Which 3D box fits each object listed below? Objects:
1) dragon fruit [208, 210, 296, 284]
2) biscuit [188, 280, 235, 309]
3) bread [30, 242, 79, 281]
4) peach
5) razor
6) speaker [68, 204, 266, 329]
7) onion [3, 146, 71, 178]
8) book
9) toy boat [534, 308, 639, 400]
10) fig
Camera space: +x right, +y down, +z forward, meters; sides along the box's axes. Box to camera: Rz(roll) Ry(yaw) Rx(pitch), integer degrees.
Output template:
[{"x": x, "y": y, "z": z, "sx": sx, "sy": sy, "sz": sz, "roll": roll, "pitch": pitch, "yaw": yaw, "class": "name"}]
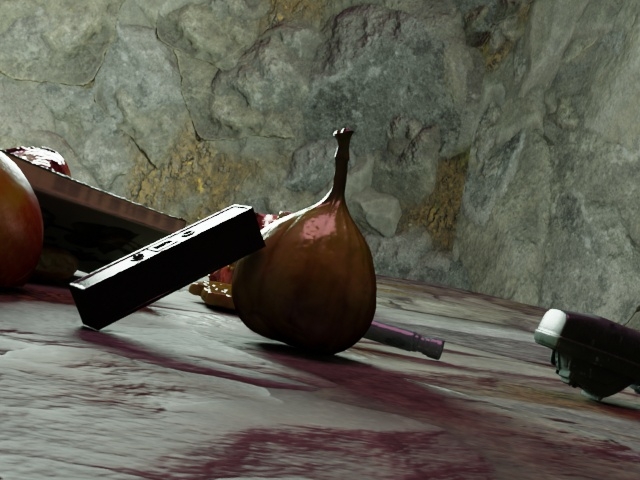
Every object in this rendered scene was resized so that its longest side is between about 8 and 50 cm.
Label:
[{"x": -0.081, "y": 0.020, "z": 2.007, "sx": 0.282, "sy": 0.147, "sz": 0.211, "roll": 12, "pitch": 1, "yaw": 3, "class": "dragon fruit"}, {"x": -0.108, "y": 0.080, "z": 1.599, "sx": 0.133, "sy": 0.027, "sz": 0.184, "roll": 11, "pitch": 2, "yaw": -21, "class": "biscuit"}, {"x": -0.393, "y": 0.015, "z": 1.490, "sx": 0.154, "sy": 0.054, "sz": 0.136, "roll": 15, "pitch": 5, "yaw": -25, "class": "bread"}, {"x": -0.401, "y": -0.011, "z": 1.301, "sx": 0.190, "sy": 0.192, "sz": 0.190, "roll": -8, "pitch": 33, "yaw": 5, "class": "peach"}, {"x": 0.033, "y": 0.095, "z": 1.399, "sx": 0.232, "sy": 0.068, "sz": 0.106, "roll": 15, "pitch": 2, "yaw": 10, "class": "razor"}, {"x": -0.145, "y": 0.022, "z": 1.137, "sx": 0.191, "sy": 0.046, "sz": 0.040, "roll": -27, "pitch": 21, "yaw": -27, "class": "speaker"}, {"x": -0.502, "y": -0.050, "z": 1.881, "sx": 0.230, "sy": 0.163, "sz": 0.230, "roll": -7, "pitch": 27, "yaw": 4, "class": "onion"}, {"x": -0.392, "y": -0.041, "z": 1.518, "sx": 0.371, "sy": 0.043, "sz": 0.260, "roll": 21, "pitch": -25, "yaw": -28, "class": "book"}, {"x": 0.347, "y": 0.146, "z": 1.267, "sx": 0.261, "sy": 0.085, "sz": 0.078, "roll": 21, "pitch": -2, "yaw": -17, "class": "toy boat"}, {"x": -0.012, "y": 0.008, "z": 1.214, "sx": 0.143, "sy": 0.230, "sz": 0.160, "roll": -16, "pitch": 27, "yaw": -39, "class": "fig"}]
